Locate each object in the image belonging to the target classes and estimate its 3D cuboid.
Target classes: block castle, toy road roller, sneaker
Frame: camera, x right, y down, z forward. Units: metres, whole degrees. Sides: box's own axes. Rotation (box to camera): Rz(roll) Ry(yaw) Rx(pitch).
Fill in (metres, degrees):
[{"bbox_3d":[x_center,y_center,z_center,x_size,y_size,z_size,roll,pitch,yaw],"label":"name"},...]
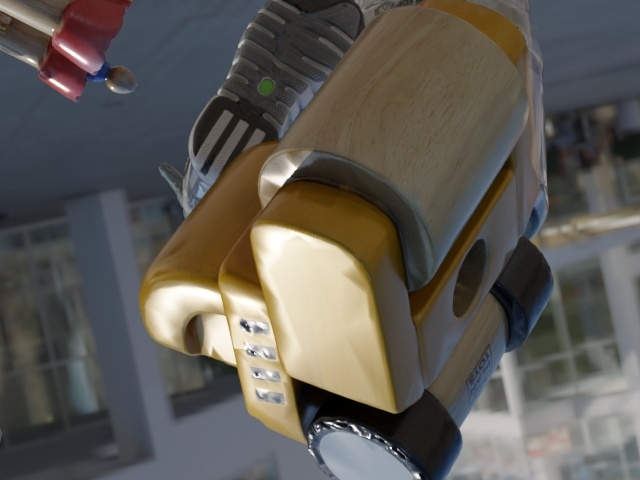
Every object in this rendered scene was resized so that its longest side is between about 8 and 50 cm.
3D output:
[{"bbox_3d":[-0.191,-0.382,1.747,0.212,0.453,0.303,26,172,-11],"label":"block castle"},{"bbox_3d":[0.000,0.000,1.064,0.240,0.330,0.202,19,-126,23],"label":"toy road roller"},{"bbox_3d":[-0.053,-0.108,1.362,0.229,0.086,0.132,-53,179,-34],"label":"sneaker"}]

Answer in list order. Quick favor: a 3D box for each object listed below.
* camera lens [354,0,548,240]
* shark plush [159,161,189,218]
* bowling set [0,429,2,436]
[{"bbox_3d":[0.126,-0.122,1.741,0.219,0.274,0.219,2,153,1],"label":"camera lens"},{"bbox_3d":[-0.084,-0.027,1.466,0.073,0.067,0.161,-6,-146,-28],"label":"shark plush"},{"bbox_3d":[-0.342,0.173,1.299,0.154,0.200,0.287,-3,180,31],"label":"bowling set"}]
